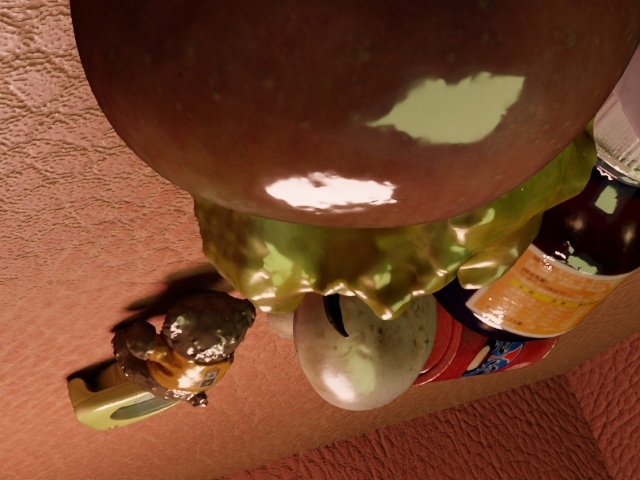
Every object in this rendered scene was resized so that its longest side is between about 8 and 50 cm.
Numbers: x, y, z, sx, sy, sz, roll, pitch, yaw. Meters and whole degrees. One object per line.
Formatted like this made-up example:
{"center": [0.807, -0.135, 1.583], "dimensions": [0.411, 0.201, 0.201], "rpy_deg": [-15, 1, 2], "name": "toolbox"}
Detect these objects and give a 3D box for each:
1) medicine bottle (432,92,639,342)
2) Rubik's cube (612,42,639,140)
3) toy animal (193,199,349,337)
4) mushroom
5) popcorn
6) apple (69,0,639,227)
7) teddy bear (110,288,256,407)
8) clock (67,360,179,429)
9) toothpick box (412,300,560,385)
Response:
{"center": [0.286, -0.066, 1.147], "dimensions": [0.242, 0.242, 0.395], "rpy_deg": [-10, 153, -32], "name": "medicine bottle"}
{"center": [0.380, -0.205, 0.879], "dimensions": [0.225, 0.221, 0.231], "rpy_deg": [-13, 160, -29], "name": "Rubik's cube"}
{"center": [0.010, -0.002, 1.112], "dimensions": [0.272, 0.197, 0.160], "rpy_deg": [0, 149, -39], "name": "toy animal"}
{"center": [0.036, 0.107, 1.455], "dimensions": [0.243, 0.243, 0.243], "rpy_deg": [-20, 162, -7], "name": "mushroom"}
{"center": [0.050, -0.088, 0.842], "dimensions": [0.334, 0.292, 0.293], "rpy_deg": [-11, 130, 21], "name": "popcorn"}
{"center": [0.022, -0.138, 0.555], "dimensions": [0.306, 0.305, 0.235], "rpy_deg": [-20, 159, -7], "name": "apple"}
{"center": [-0.168, 0.134, 1.375], "dimensions": [0.177, 0.140, 0.190], "rpy_deg": [-7, 148, -32], "name": "teddy bear"}
{"center": [-0.260, 0.216, 1.596], "dimensions": [0.232, 0.069, 0.170], "rpy_deg": [-22, 162, -5], "name": "clock"}
{"center": [0.226, 0.119, 1.662], "dimensions": [0.204, 0.204, 0.333], "rpy_deg": [-34, 159, 33], "name": "toothpick box"}
